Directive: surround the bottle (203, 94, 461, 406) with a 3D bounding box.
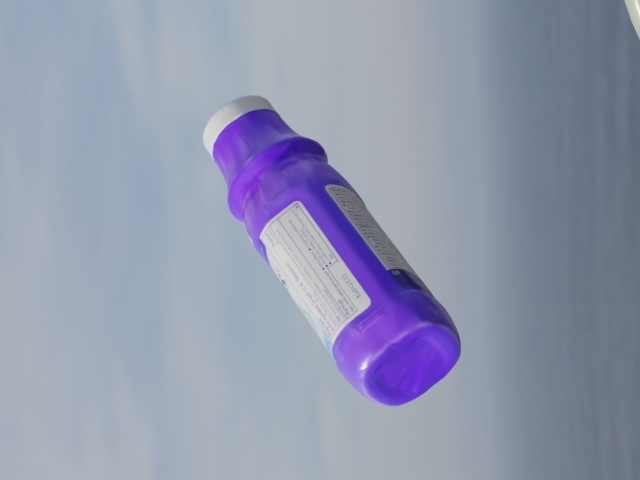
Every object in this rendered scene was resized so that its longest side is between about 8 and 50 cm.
[{"bbox_3d":[0.000,0.000,1.477,0.283,0.092,0.118,54,-175,31],"label":"bottle"}]

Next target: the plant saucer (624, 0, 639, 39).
[{"bbox_3d":[0.456,-0.311,1.846,0.100,0.400,0.401,0,96,52],"label":"plant saucer"}]
